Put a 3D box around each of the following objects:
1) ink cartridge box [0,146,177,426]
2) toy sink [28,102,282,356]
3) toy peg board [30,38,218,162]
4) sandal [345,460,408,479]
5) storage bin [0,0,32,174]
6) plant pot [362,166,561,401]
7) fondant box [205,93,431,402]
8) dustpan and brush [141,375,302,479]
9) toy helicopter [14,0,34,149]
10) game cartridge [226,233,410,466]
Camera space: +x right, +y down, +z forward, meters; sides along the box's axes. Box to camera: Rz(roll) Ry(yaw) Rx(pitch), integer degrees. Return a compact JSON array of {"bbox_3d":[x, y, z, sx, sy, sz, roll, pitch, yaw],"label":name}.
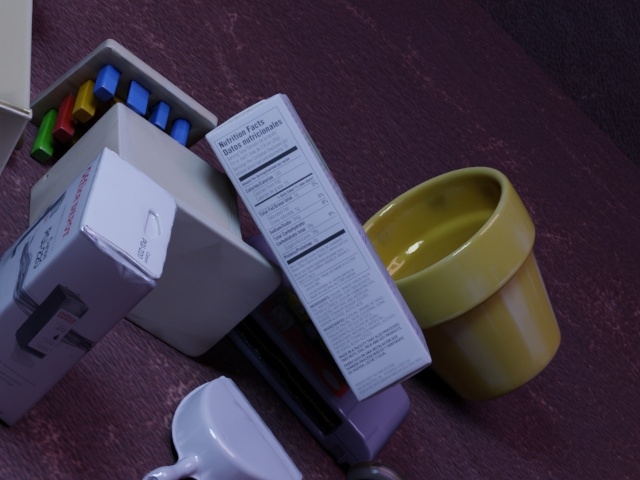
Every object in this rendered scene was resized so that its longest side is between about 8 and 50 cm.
[{"bbox_3d":[-0.239,0.041,1.669,0.092,0.218,0.158,40,25,-19],"label":"ink cartridge box"},{"bbox_3d":[-0.175,-0.011,1.946,0.234,0.153,0.131,34,27,-28],"label":"toy sink"},{"bbox_3d":[-0.229,-0.116,2.022,0.161,0.161,0.079,36,42,-27],"label":"toy peg board"},{"bbox_3d":[0.111,0.331,2.009,0.219,0.090,0.060,44,40,-14],"label":"sandal"},{"bbox_3d":[-0.405,-0.186,1.698,0.260,0.123,0.262,21,34,-22],"label":"storage bin"},{"bbox_3d":[0.188,0.072,2.368,0.239,0.254,0.254,57,19,-22],"label":"plant pot"},{"bbox_3d":[0.000,0.000,2.011,0.330,0.096,0.238,61,3,-4],"label":"fondant box"},{"bbox_3d":[-0.115,0.218,1.836,0.147,0.060,0.211,52,17,12],"label":"dustpan and brush"},{"bbox_3d":[-0.335,-0.266,2.004,0.140,0.235,0.355,6,59,-17],"label":"toy helicopter"},{"bbox_3d":[-0.016,0.124,2.143,0.294,0.060,0.196,49,19,1],"label":"game cartridge"}]
